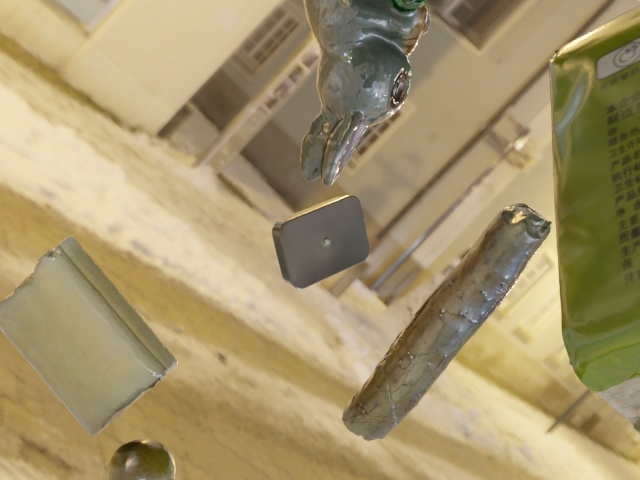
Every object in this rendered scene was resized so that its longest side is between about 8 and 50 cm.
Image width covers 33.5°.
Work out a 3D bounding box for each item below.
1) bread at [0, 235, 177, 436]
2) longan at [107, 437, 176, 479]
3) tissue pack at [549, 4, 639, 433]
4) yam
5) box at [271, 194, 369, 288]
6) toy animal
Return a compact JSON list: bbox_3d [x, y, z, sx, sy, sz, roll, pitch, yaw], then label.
[{"bbox_3d":[-0.251,0.104,1.115,0.178,0.139,0.060,48,20,2],"label":"bread"},{"bbox_3d":[-0.186,0.243,1.090,0.075,0.083,0.075,24,25,-12],"label":"longan"},{"bbox_3d":[0.252,-0.032,0.427,0.167,0.275,0.200,39,42,-31],"label":"tissue pack"},{"bbox_3d":[0.135,0.092,1.155,0.067,0.317,0.071,30,18,-21],"label":"yam"},{"bbox_3d":[0.000,0.000,1.315,0.031,0.126,0.091,10,-61,53],"label":"box"},{"bbox_3d":[0.034,-0.170,0.925,0.108,0.236,0.138,-4,17,-37],"label":"toy animal"}]
